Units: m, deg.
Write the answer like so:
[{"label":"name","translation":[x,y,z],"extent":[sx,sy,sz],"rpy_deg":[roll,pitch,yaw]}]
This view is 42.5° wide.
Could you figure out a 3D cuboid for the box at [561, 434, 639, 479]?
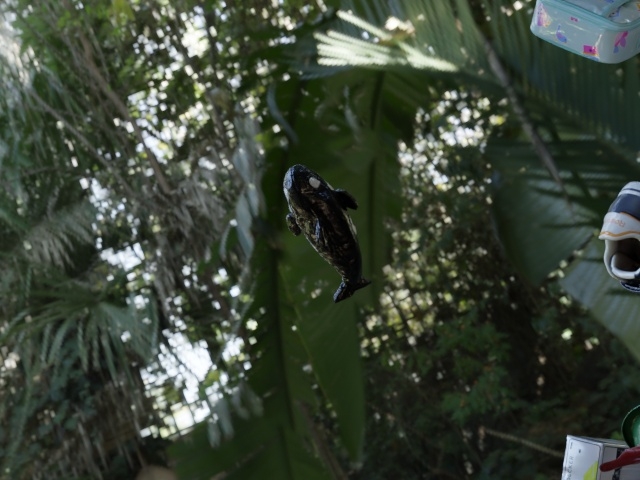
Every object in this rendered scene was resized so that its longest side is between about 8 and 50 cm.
[{"label":"box","translation":[0.644,0.526,1.812],"extent":[0.290,0.169,0.087],"rpy_deg":[17,-9,-40]}]

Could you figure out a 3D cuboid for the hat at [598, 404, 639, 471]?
[{"label":"hat","translation":[0.611,0.403,1.454],"extent":[0.208,0.173,0.183],"rpy_deg":[-1,31,24]}]

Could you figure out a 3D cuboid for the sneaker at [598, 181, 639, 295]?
[{"label":"sneaker","translation":[0.588,0.054,1.442],"extent":[0.127,0.321,0.126],"rpy_deg":[-48,21,-15]}]

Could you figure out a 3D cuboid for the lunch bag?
[{"label":"lunch bag","translation":[0.550,-0.441,1.525],"extent":[0.279,0.224,0.108],"rpy_deg":[-34,-40,-27]}]

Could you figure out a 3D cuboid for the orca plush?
[{"label":"orca plush","translation":[0.000,0.000,1.579],"extent":[0.151,0.287,0.102],"rpy_deg":[-4,26,19]}]
